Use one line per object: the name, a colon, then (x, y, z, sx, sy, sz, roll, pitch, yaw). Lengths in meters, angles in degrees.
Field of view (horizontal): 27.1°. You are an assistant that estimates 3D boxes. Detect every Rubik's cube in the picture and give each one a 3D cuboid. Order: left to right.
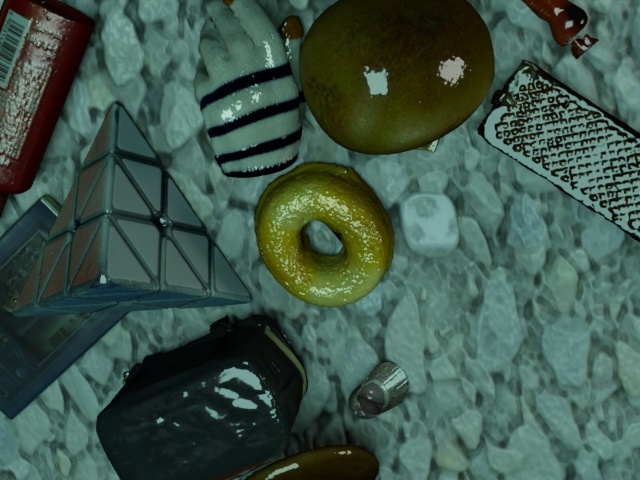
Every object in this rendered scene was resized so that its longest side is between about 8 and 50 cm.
Rubik's cube: (-0.250, 0.009, 1.653, 0.233, 0.228, 0.228, 32, 145, 28)

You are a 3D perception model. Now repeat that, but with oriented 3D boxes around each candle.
candle: (0.208, -0.344, 1.555, 0.329, 0.048, 0.051, 46, 114, -5)

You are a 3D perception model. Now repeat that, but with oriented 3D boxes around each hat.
hat: (0.073, 0.199, 1.733, 0.058, 0.042, 0.087, 46, 72, -9)

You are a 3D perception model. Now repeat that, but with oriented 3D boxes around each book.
book: (-0.390, 0.092, 1.770, 0.269, 0.025, 0.191, -41, 97, 16)

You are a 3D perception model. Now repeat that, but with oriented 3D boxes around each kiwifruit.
kiwifruit: (0.094, -0.201, 1.526, 0.234, 0.196, 0.195, -17, 107, -33)

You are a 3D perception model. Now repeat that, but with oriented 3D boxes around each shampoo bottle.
shampoo bottle: (-0.390, -0.160, 1.674, 0.118, 0.076, 0.314, 25, 107, 0)

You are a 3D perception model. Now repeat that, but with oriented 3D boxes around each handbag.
handbag: (-0.141, 0.215, 1.688, 0.254, 0.181, 0.181, -25, 101, 16)

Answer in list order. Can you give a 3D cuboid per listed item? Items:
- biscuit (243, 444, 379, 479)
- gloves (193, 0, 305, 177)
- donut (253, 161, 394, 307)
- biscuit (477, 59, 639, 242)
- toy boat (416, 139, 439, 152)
biscuit: (-0.020, 0.321, 1.704, 0.212, 0.212, 0.036, -29, 60, 14)
gloves: (-0.088, -0.196, 1.599, 0.140, 0.131, 0.218, -6, 113, 7)
donut: (0.001, 0.000, 1.665, 0.174, 0.074, 0.190, -21, 102, 13)
biscuit: (0.371, -0.074, 1.595, 0.388, 0.073, 0.107, 33, 106, -2)
toy boat: (0.074, -0.142, 1.629, 0.149, 0.049, 0.047, 21, 106, 2)
